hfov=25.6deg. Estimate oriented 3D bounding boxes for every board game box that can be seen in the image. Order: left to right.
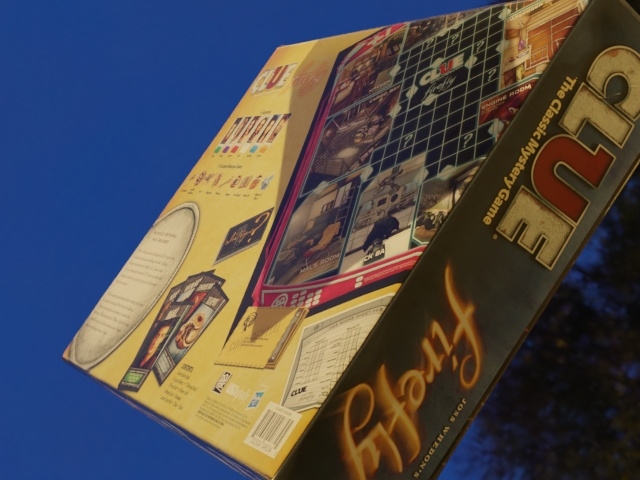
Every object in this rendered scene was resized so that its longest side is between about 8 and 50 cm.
[{"bbox_3d":[0.000,0.000,0.485,0.042,0.243,0.165,38,-101,-20],"label":"board game box"}]
